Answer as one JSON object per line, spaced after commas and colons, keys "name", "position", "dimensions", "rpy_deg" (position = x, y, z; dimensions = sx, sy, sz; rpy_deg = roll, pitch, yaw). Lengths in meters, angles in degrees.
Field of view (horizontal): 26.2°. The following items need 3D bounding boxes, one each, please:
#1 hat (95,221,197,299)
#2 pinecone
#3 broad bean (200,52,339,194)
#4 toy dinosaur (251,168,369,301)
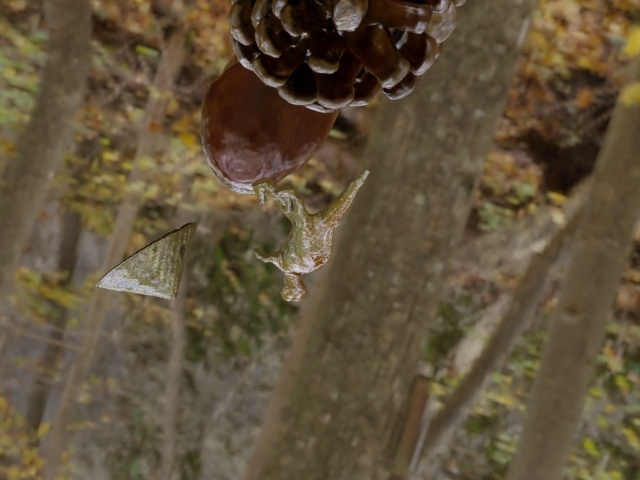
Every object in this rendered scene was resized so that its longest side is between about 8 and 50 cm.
{"name": "hat", "position": [-0.194, 0.044, 1.675], "dimensions": [0.067, 0.146, 0.146], "rpy_deg": [57, -168, 4]}
{"name": "pinecone", "position": [0.019, -0.172, 0.934], "dimensions": [0.150, 0.179, 0.195], "rpy_deg": [20, -160, 9]}
{"name": "broad bean", "position": [-0.060, -0.166, 1.712], "dimensions": [0.156, 0.228, 0.122], "rpy_deg": [33, 173, 8]}
{"name": "toy dinosaur", "position": [0.000, 0.000, 1.203], "dimensions": [0.162, 0.126, 0.039], "rpy_deg": [-4, -150, 40]}
